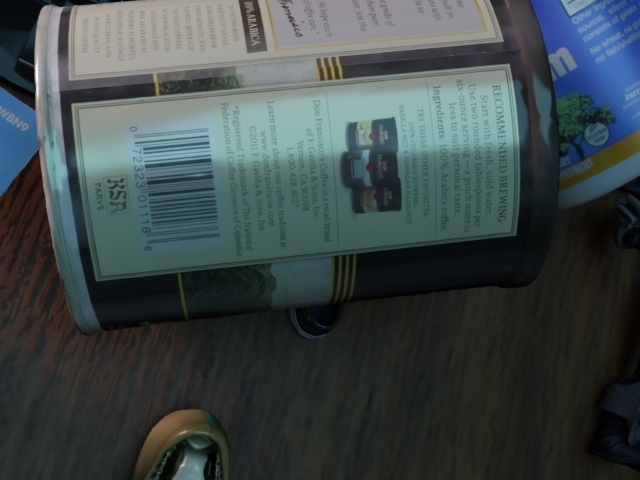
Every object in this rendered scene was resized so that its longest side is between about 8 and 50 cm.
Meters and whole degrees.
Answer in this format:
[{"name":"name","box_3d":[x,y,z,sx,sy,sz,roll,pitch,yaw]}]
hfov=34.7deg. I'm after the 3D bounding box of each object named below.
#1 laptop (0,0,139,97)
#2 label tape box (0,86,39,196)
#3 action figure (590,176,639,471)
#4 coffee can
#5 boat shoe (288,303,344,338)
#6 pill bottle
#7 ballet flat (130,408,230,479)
[{"name":"laptop","box_3d":[-0.101,-0.210,0.691,0.234,0.136,0.264,26,75,-13]},{"name":"label tape box","box_3d":[-0.360,0.008,0.590,0.249,0.115,0.347,35,71,-12]},{"name":"action figure","box_3d":[0.303,0.048,0.818,0.185,0.099,0.285,15,75,-11]},{"name":"coffee can","box_3d":[-0.018,-0.056,0.634,0.275,0.201,0.201,-6,85,-6]},{"name":"boat shoe","box_3d":[0.000,0.000,0.748,0.049,0.040,0.142,0,83,-19]},{"name":"pill bottle","box_3d":[0.164,-0.172,0.769,0.152,0.152,0.272,-34,94,-20]},{"name":"ballet flat","box_3d":[-0.116,0.221,0.663,0.080,0.073,0.232,19,77,-15]}]
